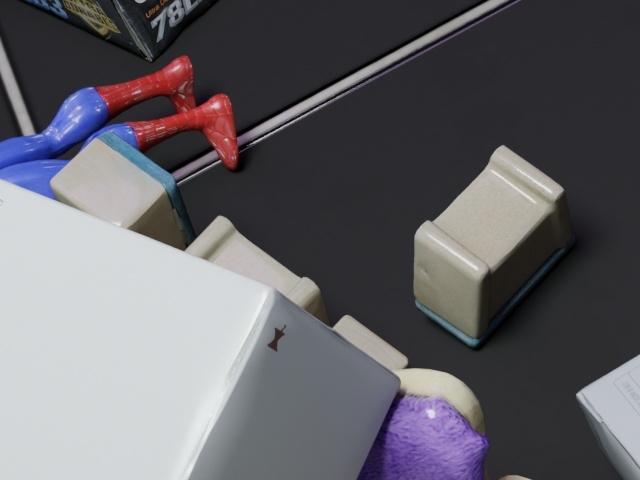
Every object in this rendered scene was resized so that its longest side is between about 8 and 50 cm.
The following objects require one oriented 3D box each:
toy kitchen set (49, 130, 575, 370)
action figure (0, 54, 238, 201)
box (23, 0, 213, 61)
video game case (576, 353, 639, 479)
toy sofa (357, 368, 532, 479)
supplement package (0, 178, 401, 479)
[{"bbox_3d":[0.000,0.000,0.968,0.207,0.122,0.166,36,70,23],"label":"toy kitchen set"},{"bbox_3d":[-0.185,0.002,1.069,0.280,0.139,0.091,-18,36,-22],"label":"action figure"},{"bbox_3d":[-0.117,-0.280,1.304,0.293,0.073,0.295,-45,44,-18],"label":"box"},{"bbox_3d":[0.269,0.071,0.718,0.269,0.061,0.244,-31,31,-1],"label":"video game case"},{"bbox_3d":[-0.086,0.154,0.788,0.363,0.177,0.150,4,47,29],"label":"toy sofa"},{"bbox_3d":[-0.081,0.053,0.696,0.179,0.105,0.105,20,79,34],"label":"supplement package"}]
